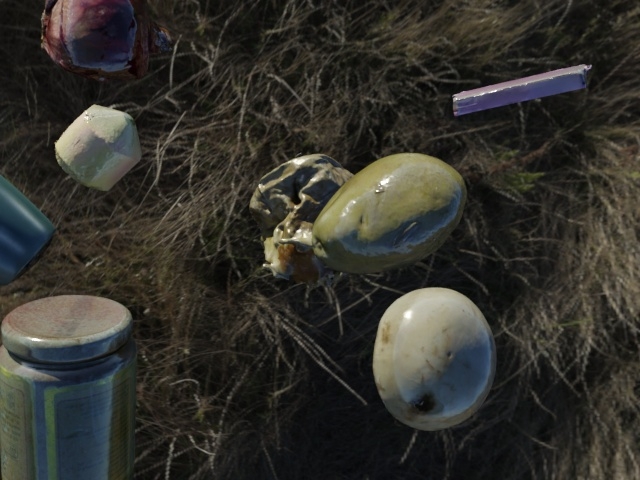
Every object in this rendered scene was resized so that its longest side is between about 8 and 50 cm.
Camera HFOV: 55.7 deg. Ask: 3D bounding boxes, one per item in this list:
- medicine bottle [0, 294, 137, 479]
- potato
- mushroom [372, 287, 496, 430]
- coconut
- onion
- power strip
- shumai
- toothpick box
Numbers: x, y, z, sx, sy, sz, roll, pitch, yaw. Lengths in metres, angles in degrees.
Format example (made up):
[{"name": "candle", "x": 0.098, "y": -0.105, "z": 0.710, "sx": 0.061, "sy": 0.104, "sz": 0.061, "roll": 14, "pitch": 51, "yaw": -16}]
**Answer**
[{"name": "medicine bottle", "x": -0.303, "y": 0.239, "z": 0.734, "sx": 0.151, "sy": 0.151, "sz": 0.323, "roll": -2, "pitch": 108, "yaw": -28}, {"name": "potato", "x": 0.095, "y": -0.036, "z": 0.861, "sx": 0.235, "sy": 0.178, "sz": 0.160, "roll": -29, "pitch": 78, "yaw": -11}, {"name": "mushroom", "x": 0.061, "y": 0.071, "z": 0.373, "sx": 0.085, "sy": 0.079, "sz": 0.085, "roll": 1, "pitch": 88, "yaw": -33}, {"name": "coconut", "x": -0.337, "y": -0.150, "z": 0.940, "sx": 0.122, "sy": 0.116, "sz": 0.116, "roll": -43, "pitch": 103, "yaw": 9}, {"name": "onion", "x": -0.244, "y": -0.268, "z": 0.700, "sx": 0.151, "sy": 0.098, "sz": 0.206, "roll": -5, "pitch": 42, "yaw": -27}, {"name": "power strip", "x": 0.406, "y": -0.307, "z": 1.239, "sx": 0.109, "sy": 0.278, "sz": 0.038, "roll": -43, "pitch": 121, "yaw": -58}, {"name": "shumai", "x": 0.000, "y": 0.000, "z": 1.346, "sx": 0.267, "sy": 0.314, "sz": 0.262, "roll": -21, "pitch": 60, "yaw": 3}, {"name": "toothpick box", "x": -0.429, "y": -0.032, "z": 0.749, "sx": 0.184, "sy": 0.120, "sz": 0.120, "roll": 43, "pitch": 64, "yaw": -20}]
